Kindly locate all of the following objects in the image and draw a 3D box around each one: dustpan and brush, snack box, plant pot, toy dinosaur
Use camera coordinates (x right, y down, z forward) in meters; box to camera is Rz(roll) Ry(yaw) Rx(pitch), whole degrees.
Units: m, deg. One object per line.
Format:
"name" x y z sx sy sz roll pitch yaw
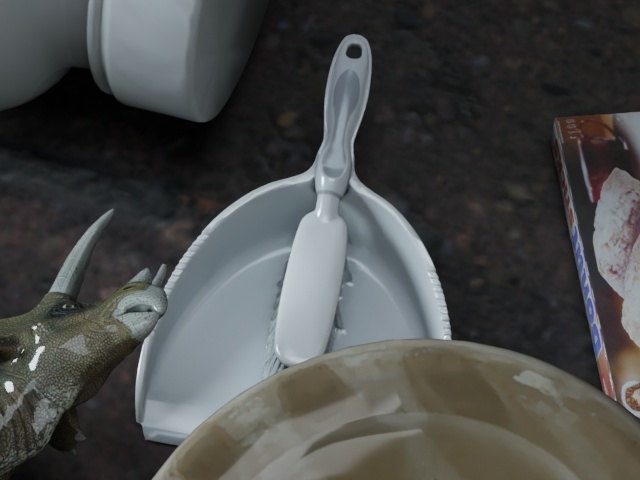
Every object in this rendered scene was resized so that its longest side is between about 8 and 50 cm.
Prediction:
"dustpan and brush" 0.000 0.000 0.938 0.147 0.060 0.211 9 60 3
"snack box" 0.160 0.016 0.958 0.064 0.022 0.178 -4 60 -6
"plant pot" 0.048 0.180 0.679 0.323 0.280 0.323 -5 61 9
"toy dinosaur" -0.217 0.084 0.814 0.313 0.121 0.160 -2 34 -7

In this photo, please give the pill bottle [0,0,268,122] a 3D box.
"pill bottle" -0.224 -0.195 0.945 0.407 0.229 0.229 17 61 7
